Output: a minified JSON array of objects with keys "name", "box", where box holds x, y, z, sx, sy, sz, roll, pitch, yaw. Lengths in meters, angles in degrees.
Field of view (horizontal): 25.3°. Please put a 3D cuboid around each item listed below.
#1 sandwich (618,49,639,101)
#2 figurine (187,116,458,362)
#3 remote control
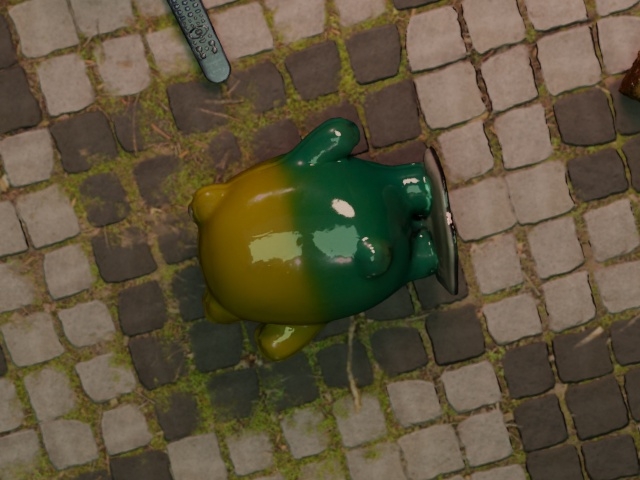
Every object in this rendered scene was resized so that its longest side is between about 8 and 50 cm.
[{"name":"sandwich","box":[0.586,-0.236,1.885,0.301,0.099,0.271,32,98,-5]},{"name":"figurine","box":[0.000,0.000,1.885,0.340,0.231,0.324,-10,110,-3]},{"name":"remote control","box":[-0.164,-0.282,1.910,0.043,0.027,0.152,-22,103,12]}]
